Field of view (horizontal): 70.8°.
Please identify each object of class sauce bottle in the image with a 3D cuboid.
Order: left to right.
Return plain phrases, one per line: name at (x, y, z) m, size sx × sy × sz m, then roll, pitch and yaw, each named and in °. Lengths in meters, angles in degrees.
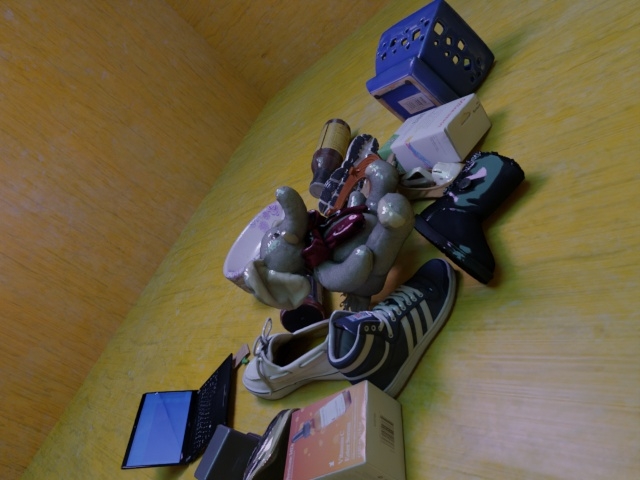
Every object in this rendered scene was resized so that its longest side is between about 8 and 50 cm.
sauce bottle at (0.027, -0.276, 1.515) m, size 0.111 × 0.111 × 0.345 m, roll -28°, pitch 33°, yaw 39°

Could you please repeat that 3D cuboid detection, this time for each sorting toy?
sorting toy at (-0.215, 0.319, 1.215) m, size 0.062 × 0.012 × 0.083 m, roll -46°, pitch 22°, yaw -1°

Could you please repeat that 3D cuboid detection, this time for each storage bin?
storage bin at (-0.181, 0.442, 0.899) m, size 0.098 × 0.091 × 0.135 m, roll -13°, pitch 44°, yaw 52°

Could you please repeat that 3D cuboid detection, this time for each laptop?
laptop at (-0.355, 0.427, 1.149) m, size 0.264 × 0.136 × 0.234 m, roll -49°, pitch 25°, yaw 20°

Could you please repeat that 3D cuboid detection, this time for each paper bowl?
paper bowl at (-0.145, 0.031, 1.335) m, size 0.284 × 0.148 × 0.284 m, roll -39°, pitch 28°, yaw 25°

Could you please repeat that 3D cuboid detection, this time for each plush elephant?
plush elephant at (0.000, 0.000, 0.851) m, size 0.272 × 0.255 × 0.330 m, roll -85°, pitch 7°, yaw -58°

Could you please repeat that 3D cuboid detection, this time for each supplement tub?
supplement tub at (-0.045, 0.126, 1.089) m, size 0.106 × 0.106 × 0.198 m, roll -40°, pitch 27°, yaw 20°

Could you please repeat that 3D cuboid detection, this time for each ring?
ring at (0.063, -0.057, 1.114) m, size 0.336 × 0.032 × 0.337 m, roll -160°, pitch 90°, yaw -75°

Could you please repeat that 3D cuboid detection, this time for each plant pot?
plant pot at (0.278, -0.447, 1.206) m, size 0.236 × 0.236 × 0.212 m, roll -1°, pitch 60°, yaw 59°

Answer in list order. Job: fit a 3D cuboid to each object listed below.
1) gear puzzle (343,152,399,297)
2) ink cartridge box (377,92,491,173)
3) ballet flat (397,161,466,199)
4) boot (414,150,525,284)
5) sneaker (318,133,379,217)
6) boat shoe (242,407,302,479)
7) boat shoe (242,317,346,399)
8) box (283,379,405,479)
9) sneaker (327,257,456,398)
gear puzzle at (0.115, -0.027, 1.040) m, size 0.175 × 0.044 × 0.339 m, roll 153°, pitch 135°, yaw -69°
ink cartridge box at (0.266, -0.242, 1.062) m, size 0.154 × 0.093 × 0.212 m, roll -48°, pitch 20°, yaw -28°
ballet flat at (0.250, -0.134, 0.995) m, size 0.232 × 0.073 × 0.080 m, roll -8°, pitch 46°, yaw 55°
boot at (0.285, -0.057, 0.805) m, size 0.207 × 0.094 × 0.246 m, roll -48°, pitch 24°, yaw 8°
sneaker at (0.090, -0.181, 1.329) m, size 0.275 × 0.107 × 0.110 m, roll -57°, pitch -2°, yaw -7°
boat shoe at (-0.094, 0.412, 0.819) m, size 0.073 × 0.080 × 0.224 m, roll -23°, pitch 31°, yaw 54°
boat shoe at (-0.078, 0.234, 0.935) m, size 0.367 × 0.156 × 0.136 m, roll -25°, pitch 35°, yaw 42°
box at (0.036, 0.321, 0.705) m, size 0.170 × 0.091 × 0.130 m, roll -35°, pitch 29°, yaw 29°
sneaker at (0.120, 0.122, 0.765) m, size 0.282 × 0.153 × 0.099 m, roll -57°, pitch 26°, yaw -15°
